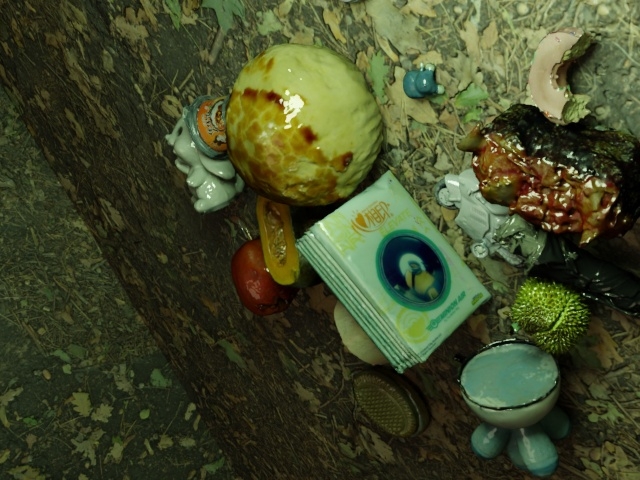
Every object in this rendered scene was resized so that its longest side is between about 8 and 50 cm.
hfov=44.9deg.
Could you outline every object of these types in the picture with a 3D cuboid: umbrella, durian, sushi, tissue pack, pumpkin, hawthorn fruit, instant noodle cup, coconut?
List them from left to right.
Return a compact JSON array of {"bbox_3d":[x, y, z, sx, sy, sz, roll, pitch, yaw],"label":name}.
[{"bbox_3d":[-0.248,-0.316,2.067,0.126,0.208,0.177,-11,85,40],"label":"instant noodle cup"},{"bbox_3d":[-0.175,0.074,2.309,0.299,0.211,0.211,60,148,9],"label":"hawthorn fruit"},{"bbox_3d":[-0.054,-0.033,2.024,0.222,0.139,0.316,-5,91,55],"label":"pumpkin"},{"bbox_3d":[0.160,0.193,1.968,0.239,0.239,0.244,50,147,5],"label":"coconut"},{"bbox_3d":[0.169,0.070,1.787,0.388,0.287,0.162,51,143,3],"label":"tissue pack"},{"bbox_3d":[0.413,-0.132,1.395,0.343,0.182,0.196,25,131,32],"label":"sushi"},{"bbox_3d":[0.485,0.153,1.608,0.159,0.146,0.198,40,166,34],"label":"durian"},{"bbox_3d":[0.499,0.062,1.487,0.358,0.106,0.113,31,177,7],"label":"umbrella"}]

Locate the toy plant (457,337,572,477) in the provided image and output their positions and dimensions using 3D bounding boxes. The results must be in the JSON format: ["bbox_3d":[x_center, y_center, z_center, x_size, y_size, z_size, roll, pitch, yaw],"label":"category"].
[{"bbox_3d":[0.466,0.422,1.822,0.247,0.247,0.332,14,135,44],"label":"toy plant"}]

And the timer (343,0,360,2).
[{"bbox_3d":[0.037,-0.585,1.538,0.208,0.069,0.190,46,149,8],"label":"timer"}]

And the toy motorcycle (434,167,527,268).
[{"bbox_3d":[0.362,-0.061,1.601,0.260,0.110,0.171,42,134,7],"label":"toy motorcycle"}]

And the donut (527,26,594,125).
[{"bbox_3d":[0.410,-0.285,1.332,0.117,0.065,0.166,35,125,53],"label":"donut"}]

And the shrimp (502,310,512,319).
[{"bbox_3d":[0.462,0.157,1.749,0.114,0.023,0.083,11,126,39],"label":"shrimp"}]

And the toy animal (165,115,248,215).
[{"bbox_3d":[-0.319,-0.218,2.211,0.249,0.174,0.289,-126,19,-51],"label":"toy animal"}]

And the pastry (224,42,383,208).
[{"bbox_3d":[-0.055,-0.245,1.748,0.389,0.313,0.388,30,136,33],"label":"pastry"}]

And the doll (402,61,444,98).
[{"bbox_3d":[0.204,-0.325,1.593,0.083,0.050,0.076,-2,115,54],"label":"doll"}]

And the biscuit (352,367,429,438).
[{"bbox_3d":[0.208,0.488,2.322,0.259,0.079,0.259,32,142,29],"label":"biscuit"}]

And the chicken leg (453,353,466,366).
[{"bbox_3d":[0.404,0.340,1.989,0.145,0.037,0.062,43,160,12],"label":"chicken leg"}]
